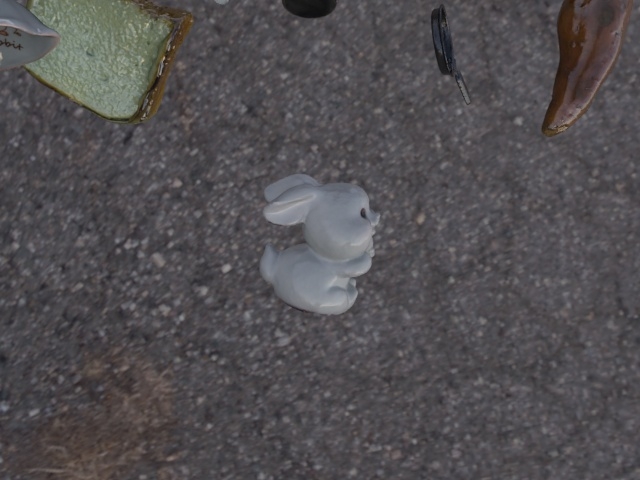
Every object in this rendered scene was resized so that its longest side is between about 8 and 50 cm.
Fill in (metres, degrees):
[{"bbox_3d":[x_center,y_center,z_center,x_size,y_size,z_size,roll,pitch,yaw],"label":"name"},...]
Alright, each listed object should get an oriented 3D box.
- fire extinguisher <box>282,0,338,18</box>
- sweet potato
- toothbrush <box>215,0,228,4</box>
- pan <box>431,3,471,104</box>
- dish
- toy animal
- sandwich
[{"bbox_3d":[-0.003,-0.428,1.220,0.072,0.089,0.267,10,70,-17],"label":"fire extinguisher"},{"bbox_3d":[0.417,-0.331,1.437,0.112,0.112,0.359,23,74,-23],"label":"sweet potato"},{"bbox_3d":[-0.228,-0.413,1.089,0.386,0.040,0.040,41,53,-41],"label":"toothbrush"},{"bbox_3d":[0.247,-0.342,1.781,0.235,0.028,0.136,59,29,-46],"label":"pan"},{"bbox_3d":[-0.456,-0.277,1.200,0.230,0.229,0.081,-9,89,-34],"label":"dish"},{"bbox_3d":[-0.007,0.005,1.382,0.179,0.127,0.193,7,110,4],"label":"toy animal"},{"bbox_3d":[-0.354,-0.322,1.514,0.251,0.226,0.087,29,26,4],"label":"sandwich"}]
